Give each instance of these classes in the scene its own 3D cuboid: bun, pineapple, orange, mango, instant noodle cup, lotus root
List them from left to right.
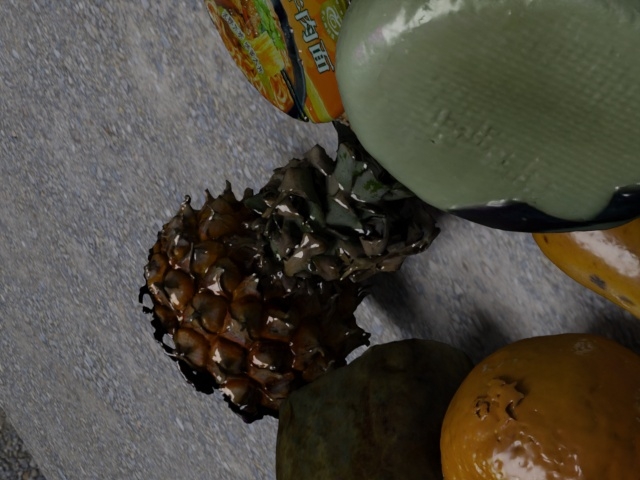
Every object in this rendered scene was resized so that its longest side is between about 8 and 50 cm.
[{"bbox_3d":[0.000,0.000,1.774,0.262,0.262,0.272,55,131,12],"label":"pineapple"},{"bbox_3d":[0.027,-0.230,1.463,0.230,0.182,0.230,43,150,33],"label":"instant noodle cup"},{"bbox_3d":[0.092,0.286,1.708,0.250,0.250,0.346,105,152,-56],"label":"lotus root"},{"bbox_3d":[0.153,-0.139,1.311,0.283,0.179,0.283,7,140,6],"label":"bun"},{"bbox_3d":[0.204,0.181,1.550,0.219,0.193,0.219,38,158,18],"label":"orange"},{"bbox_3d":[0.234,0.005,1.426,0.178,0.090,0.115,41,166,24],"label":"mango"}]

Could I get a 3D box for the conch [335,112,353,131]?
[{"bbox_3d":[0.107,-0.103,1.556,0.330,0.109,0.093,26,100,57],"label":"conch"}]
